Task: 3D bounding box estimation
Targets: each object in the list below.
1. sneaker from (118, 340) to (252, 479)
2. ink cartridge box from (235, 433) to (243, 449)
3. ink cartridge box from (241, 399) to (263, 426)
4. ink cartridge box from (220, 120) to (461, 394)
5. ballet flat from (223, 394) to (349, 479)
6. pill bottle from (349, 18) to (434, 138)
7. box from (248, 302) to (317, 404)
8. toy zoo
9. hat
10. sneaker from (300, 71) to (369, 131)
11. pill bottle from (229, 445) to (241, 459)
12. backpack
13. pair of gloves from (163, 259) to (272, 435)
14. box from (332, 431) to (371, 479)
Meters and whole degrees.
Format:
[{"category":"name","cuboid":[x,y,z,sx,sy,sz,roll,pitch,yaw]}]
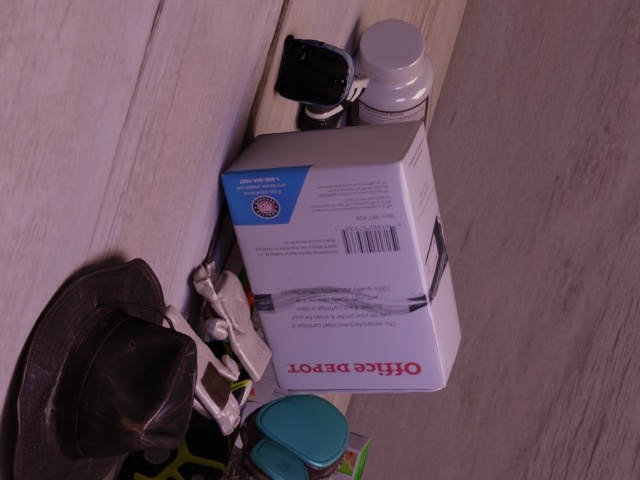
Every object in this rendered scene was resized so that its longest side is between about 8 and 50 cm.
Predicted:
[{"category":"sneaker","cuboid":[-0.192,0.329,1.739,0.384,0.145,0.147,-60,162,-46]},{"category":"ink cartridge box","cuboid":[-0.177,0.387,2.031,0.143,0.092,0.089,84,25,-65]},{"category":"ink cartridge box","cuboid":[-0.107,0.358,2.265,0.207,0.117,0.283,93,17,-51]},{"category":"ink cartridge box","cuboid":[0.043,0.032,1.788,0.166,0.286,0.394,-58,140,-57]},{"category":"ballet flat","cuboid":[-0.077,0.354,1.694,0.182,0.164,0.483,-56,176,9]},{"category":"pill bottle","cuboid":[0.147,-0.310,2.392,0.318,0.176,0.176,88,22,-60]},{"category":"box","cuboid":[-0.064,0.209,2.026,0.038,0.145,0.186,-43,148,-67]},{"category":"toy zoo","cuboid":[-0.137,0.111,1.985,0.293,0.030,0.192,85,23,-63]},{"category":"hat","cuboid":[-0.220,0.183,1.335,0.331,0.134,0.331,16,90,-73]},{"category":"sneaker","cuboid":[0.017,-0.248,2.128,0.217,0.079,0.121,-33,142,-61]},{"category":"pill bottle","cuboid":[-0.192,0.475,1.904,0.160,0.160,0.283,-59,161,-52]},{"category":"backpack","cuboid":[-0.002,-0.274,1.866,0.084,0.114,0.105,-39,143,-71]},{"category":"pair of gloves","cuboid":[-0.148,0.151,1.689,0.204,0.042,0.240,64,27,-17]},{"category":"box","cuboid":[-0.032,0.552,2.624,0.127,0.231,0.261,-22,128,-75]}]
